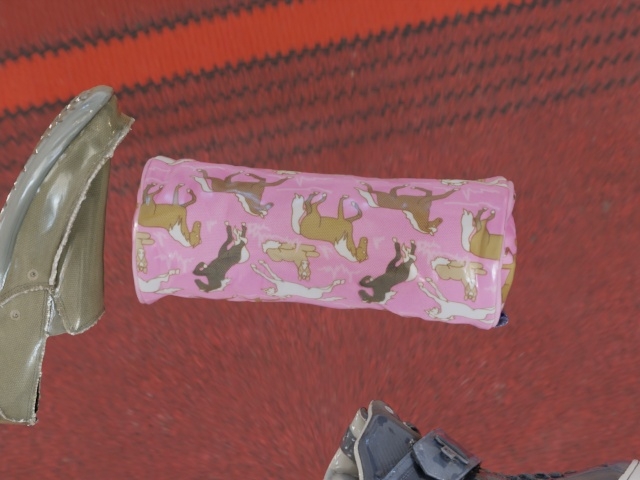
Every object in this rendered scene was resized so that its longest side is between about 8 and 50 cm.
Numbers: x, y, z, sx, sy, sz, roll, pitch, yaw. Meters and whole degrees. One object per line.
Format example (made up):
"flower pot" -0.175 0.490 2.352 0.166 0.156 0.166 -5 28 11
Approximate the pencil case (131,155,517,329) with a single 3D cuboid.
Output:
"pencil case" 0.000 0.000 1.550 0.386 0.167 0.160 4 46 3

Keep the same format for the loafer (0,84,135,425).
"loafer" -0.177 0.016 1.030 0.087 0.094 0.251 25 106 -9

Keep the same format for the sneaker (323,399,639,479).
"sneaker" 0.097 0.147 0.919 0.163 0.226 0.086 33 115 21
